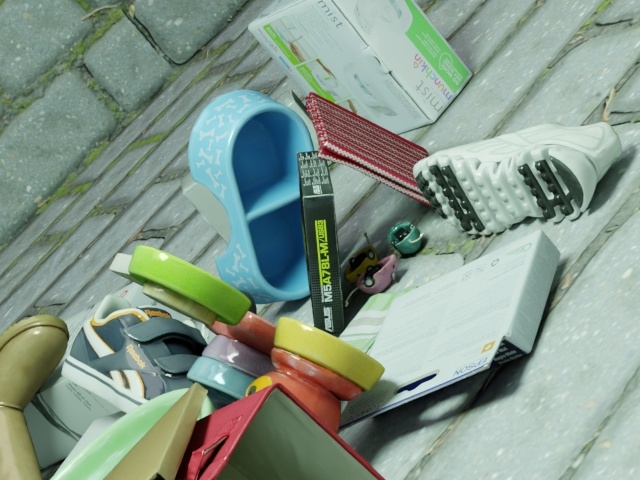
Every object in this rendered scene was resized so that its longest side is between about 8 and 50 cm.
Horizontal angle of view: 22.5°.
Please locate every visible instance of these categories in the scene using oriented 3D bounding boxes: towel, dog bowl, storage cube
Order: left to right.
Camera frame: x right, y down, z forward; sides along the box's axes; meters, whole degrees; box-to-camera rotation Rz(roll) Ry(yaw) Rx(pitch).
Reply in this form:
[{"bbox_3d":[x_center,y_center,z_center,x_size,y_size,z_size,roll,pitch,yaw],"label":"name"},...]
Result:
[{"bbox_3d":[-0.064,0.273,1.430,0.193,0.215,0.183,-30,20,51],"label":"storage cube"},{"bbox_3d":[-0.069,-0.053,2.132,0.166,0.297,0.074,-25,20,-31],"label":"dog bowl"},{"bbox_3d":[0.047,0.112,1.896,0.152,0.023,0.113,-50,20,-29],"label":"towel"},{"bbox_3d":[0.074,-0.115,2.133,0.031,0.199,0.275,-62,12,14],"label":"towel"}]

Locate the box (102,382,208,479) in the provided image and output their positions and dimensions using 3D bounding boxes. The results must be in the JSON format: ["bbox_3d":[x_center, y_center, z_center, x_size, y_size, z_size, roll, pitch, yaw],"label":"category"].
[{"bbox_3d":[-0.171,0.221,1.429,0.164,0.021,0.201,-47,7,15],"label":"box"}]

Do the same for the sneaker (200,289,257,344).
[{"bbox_3d":[-0.097,0.147,2.040,0.132,0.086,0.228,-19,37,40],"label":"sneaker"}]

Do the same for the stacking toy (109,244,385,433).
[{"bbox_3d":[-0.110,0.127,1.703,0.130,0.279,0.309,-64,15,-10],"label":"stacking toy"}]

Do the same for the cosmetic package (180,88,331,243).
[{"bbox_3d":[-0.099,-0.117,2.604,0.238,0.127,0.107,-37,18,6],"label":"cosmetic package"}]

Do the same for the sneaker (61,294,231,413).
[{"bbox_3d":[-0.189,0.154,1.938,0.321,0.126,0.127,21,90,41],"label":"sneaker"}]

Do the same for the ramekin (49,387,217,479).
[{"bbox_3d":[-0.186,0.313,1.682,0.303,0.148,0.303,-36,18,13],"label":"ramekin"}]

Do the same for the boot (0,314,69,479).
[{"bbox_3d":[-0.396,0.267,2.149,0.236,0.089,0.269,-44,46,25],"label":"boot"}]

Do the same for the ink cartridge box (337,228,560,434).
[{"bbox_3d":[0.134,0.107,1.682,0.223,0.045,0.224,-28,22,39],"label":"ink cartridge box"}]

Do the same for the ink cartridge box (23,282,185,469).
[{"bbox_3d":[-0.349,0.203,2.345,0.289,0.121,0.211,-28,22,35],"label":"ink cartridge box"}]

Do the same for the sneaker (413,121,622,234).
[{"bbox_3d":[0.227,-0.080,1.874,0.118,0.110,0.292,-42,24,-31],"label":"sneaker"}]

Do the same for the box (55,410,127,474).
[{"bbox_3d":[-0.254,0.278,2.016,0.102,0.087,0.101,-23,24,45],"label":"box"}]

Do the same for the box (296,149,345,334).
[{"bbox_3d":[0.000,0.000,2.021,0.045,0.184,0.190,-8,21,0],"label":"box"}]

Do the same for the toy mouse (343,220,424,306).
[{"bbox_3d":[0.087,0.024,2.014,0.143,0.031,0.161,-26,22,40],"label":"toy mouse"}]

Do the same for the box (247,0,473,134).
[{"bbox_3d":[0.057,-0.288,2.461,0.127,0.262,0.231,-50,18,-29],"label":"box"}]
